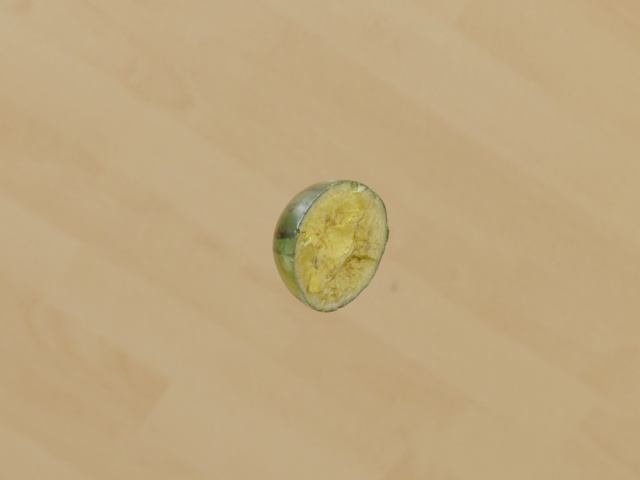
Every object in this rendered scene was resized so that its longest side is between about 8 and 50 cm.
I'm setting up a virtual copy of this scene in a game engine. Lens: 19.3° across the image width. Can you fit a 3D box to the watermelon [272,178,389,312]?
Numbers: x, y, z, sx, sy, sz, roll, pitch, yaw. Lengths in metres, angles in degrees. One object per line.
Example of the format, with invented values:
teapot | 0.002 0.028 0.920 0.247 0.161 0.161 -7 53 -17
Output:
watermelon | 0.000 0.000 1.461 0.062 0.105 0.105 19 123 39
